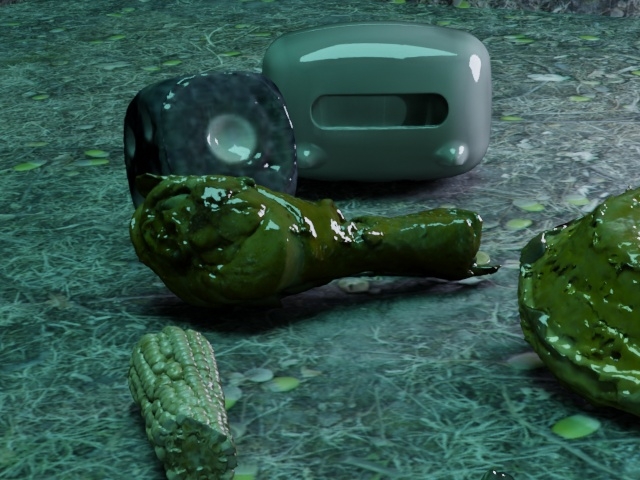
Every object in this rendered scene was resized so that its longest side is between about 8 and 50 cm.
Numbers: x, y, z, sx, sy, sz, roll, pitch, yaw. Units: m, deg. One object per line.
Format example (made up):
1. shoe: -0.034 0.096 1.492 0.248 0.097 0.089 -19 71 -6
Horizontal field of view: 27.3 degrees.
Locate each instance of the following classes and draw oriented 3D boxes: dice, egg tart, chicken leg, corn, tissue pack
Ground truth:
1. dice: -0.141 -0.106 1.661 0.181 0.182 0.183 -6 -8 -24
2. egg tart: 0.352 0.043 1.304 0.341 0.132 0.341 0 35 0
3. chicken leg: 0.000 0.000 1.494 0.429 0.153 0.201 0 13 -15
4. corn: -0.127 0.147 1.179 0.087 0.087 0.211 -5 22 -9
5. tissue pack: 0.080 -0.197 1.895 0.333 0.230 0.236 -1 18 0

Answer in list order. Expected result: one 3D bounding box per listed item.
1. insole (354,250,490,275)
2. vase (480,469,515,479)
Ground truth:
1. insole: 0.082 0.026 1.602 0.247 0.011 0.081 -3 20 -4
2. vase: -0.036 0.245 0.735 0.291 0.245 0.245 -1 18 28
